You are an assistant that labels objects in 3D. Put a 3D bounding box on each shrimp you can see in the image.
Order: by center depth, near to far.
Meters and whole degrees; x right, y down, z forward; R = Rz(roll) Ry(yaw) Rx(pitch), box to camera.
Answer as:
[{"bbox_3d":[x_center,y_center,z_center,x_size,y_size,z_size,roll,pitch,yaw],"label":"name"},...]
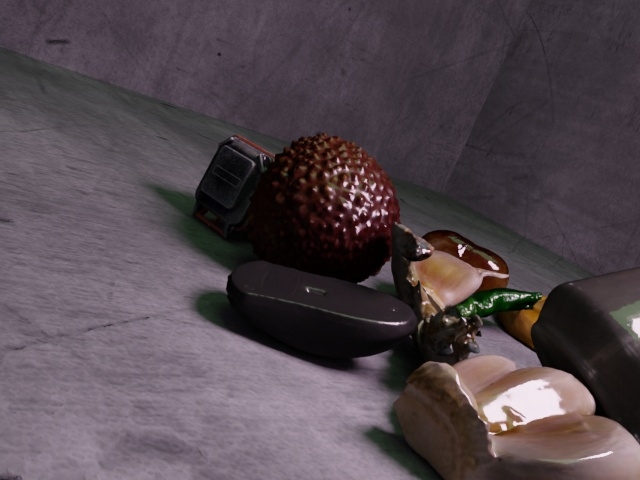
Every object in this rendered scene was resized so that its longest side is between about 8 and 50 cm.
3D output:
[{"bbox_3d":[0.161,0.088,1.020,0.085,0.246,0.360,-20,2,-4],"label":"shrimp"}]

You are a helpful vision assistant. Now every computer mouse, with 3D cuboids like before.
[{"bbox_3d":[-0.004,0.107,0.959,0.270,0.086,0.137,15,18,1],"label":"computer mouse"}]

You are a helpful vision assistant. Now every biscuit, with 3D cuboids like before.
[{"bbox_3d":[0.544,0.197,1.533,0.297,0.101,0.296,20,14,-6],"label":"biscuit"}]

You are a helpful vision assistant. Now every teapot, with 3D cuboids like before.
[{"bbox_3d":[0.541,0.172,0.992,0.376,0.362,0.305,61,1,-17],"label":"teapot"}]

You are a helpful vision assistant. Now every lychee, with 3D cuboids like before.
[{"bbox_3d":[0.006,-0.040,1.198,0.276,0.304,0.275,4,-21,2],"label":"lychee"}]

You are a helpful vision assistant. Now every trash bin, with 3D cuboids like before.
[{"bbox_3d":[-0.121,-0.082,1.392,0.161,0.184,0.239,33,5,36],"label":"trash bin"}]

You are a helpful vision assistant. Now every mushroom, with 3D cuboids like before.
[{"bbox_3d":[0.339,0.075,1.679,0.227,0.148,0.217,36,-3,14],"label":"mushroom"}]

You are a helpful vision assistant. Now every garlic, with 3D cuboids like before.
[{"bbox_3d":[0.255,0.232,0.823,0.325,0.132,0.279,8,26,-36],"label":"garlic"},{"bbox_3d":[0.251,0.074,1.385,0.267,0.128,0.148,-23,66,-37],"label":"garlic"}]

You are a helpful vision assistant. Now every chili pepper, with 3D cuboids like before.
[{"bbox_3d":[0.357,0.128,1.414,0.224,0.060,0.098,-10,-5,-23],"label":"chili pepper"}]

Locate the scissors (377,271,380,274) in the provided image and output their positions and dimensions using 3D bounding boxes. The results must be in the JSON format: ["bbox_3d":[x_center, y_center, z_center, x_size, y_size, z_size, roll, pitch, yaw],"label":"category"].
[{"bbox_3d":[0.000,0.000,1.511,0.289,0.041,0.138,33,14,23],"label":"scissors"}]
